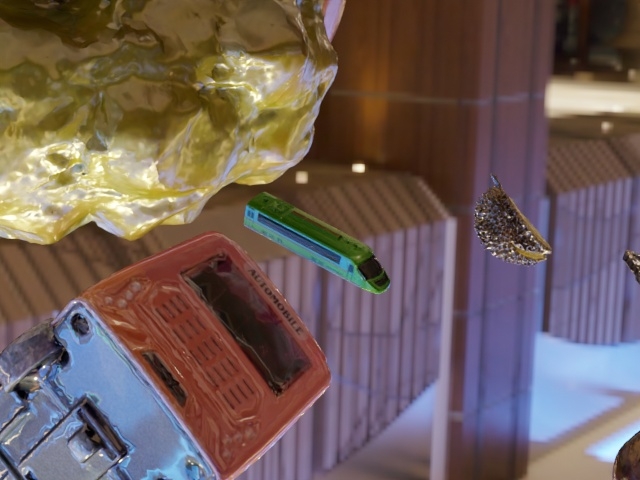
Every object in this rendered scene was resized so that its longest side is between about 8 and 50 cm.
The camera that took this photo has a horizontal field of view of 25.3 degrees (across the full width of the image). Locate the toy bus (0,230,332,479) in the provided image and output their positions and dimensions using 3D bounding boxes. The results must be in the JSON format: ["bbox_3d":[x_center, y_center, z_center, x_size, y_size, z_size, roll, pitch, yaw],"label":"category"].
[{"bbox_3d":[-0.194,0.180,1.264,0.233,0.203,0.427,-33,174,-46],"label":"toy bus"}]

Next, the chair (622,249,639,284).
[{"bbox_3d":[0.396,0.104,1.455,0.229,0.113,0.106,18,-162,-10],"label":"chair"}]

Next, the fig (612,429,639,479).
[{"bbox_3d":[0.462,0.305,1.920,0.148,0.202,0.149,-24,153,18],"label":"fig"}]

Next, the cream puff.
[{"bbox_3d":[-0.117,-0.133,0.735,0.282,0.185,0.282,9,-137,-9],"label":"cream puff"}]

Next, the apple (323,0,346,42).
[{"bbox_3d":[-0.156,-0.325,1.711,0.400,0.400,0.333,6,-154,22],"label":"apple"}]

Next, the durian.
[{"bbox_3d":[0.242,-0.019,1.889,0.071,0.140,0.110,-34,-166,-9],"label":"durian"}]

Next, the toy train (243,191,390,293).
[{"bbox_3d":[0.000,0.000,1.789,0.209,0.042,0.044,27,-140,23],"label":"toy train"}]
